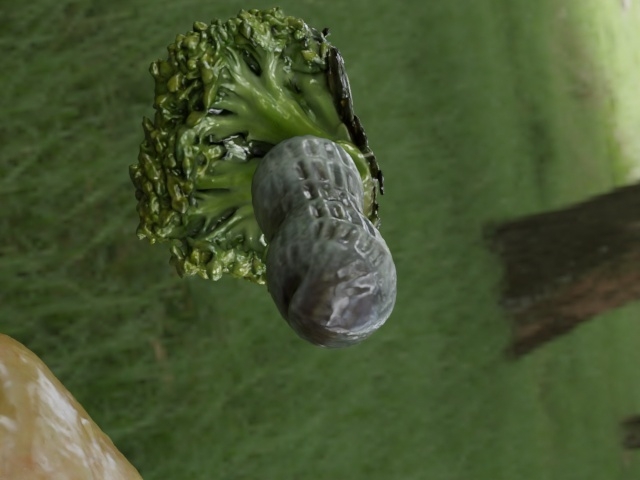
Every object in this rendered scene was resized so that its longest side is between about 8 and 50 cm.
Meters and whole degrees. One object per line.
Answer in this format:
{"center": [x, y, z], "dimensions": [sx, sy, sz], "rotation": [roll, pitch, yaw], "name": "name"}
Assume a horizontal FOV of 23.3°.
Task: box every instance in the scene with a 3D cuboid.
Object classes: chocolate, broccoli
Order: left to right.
{"center": [-0.063, -0.063, 1.261], "dimensions": [0.273, 0.180, 0.242], "rotation": [-119, -153, -68], "name": "broccoli"}
{"center": [0.000, 0.000, 0.882], "dimensions": [0.167, 0.072, 0.072], "rotation": [-108, -179, -54], "name": "chocolate"}

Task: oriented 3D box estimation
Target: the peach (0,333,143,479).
{"center": [-0.150, 0.128, 0.562], "dimensions": [0.232, 0.232, 0.232], "rotation": [-9, 90, -80], "name": "peach"}
